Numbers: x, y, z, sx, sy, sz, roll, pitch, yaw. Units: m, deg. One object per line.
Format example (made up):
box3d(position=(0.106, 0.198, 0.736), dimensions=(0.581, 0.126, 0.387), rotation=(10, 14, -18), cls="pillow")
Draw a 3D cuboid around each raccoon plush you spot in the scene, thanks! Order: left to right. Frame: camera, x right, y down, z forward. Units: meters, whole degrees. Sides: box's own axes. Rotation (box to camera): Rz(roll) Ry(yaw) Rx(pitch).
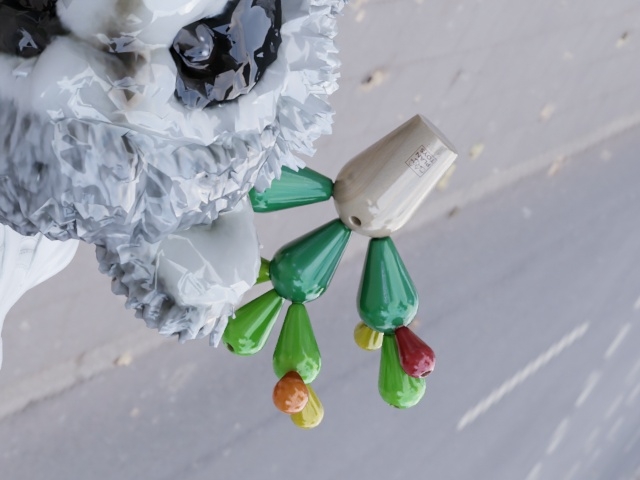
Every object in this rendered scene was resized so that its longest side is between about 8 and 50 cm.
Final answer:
box3d(position=(-0.047, -0.111, 0.625), dimensions=(0.446, 0.216, 0.299), rotation=(34, 73, -79), cls="raccoon plush")

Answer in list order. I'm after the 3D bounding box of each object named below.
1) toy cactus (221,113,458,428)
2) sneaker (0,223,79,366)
box3d(position=(0.000, 0.000, 0.778), dimensions=(0.180, 0.219, 0.112), rotation=(-45, 179, 14), cls="toy cactus")
box3d(position=(-0.225, -0.020, 0.870), dimensions=(0.305, 0.114, 0.152), rotation=(-85, 179, -55), cls="sneaker")
